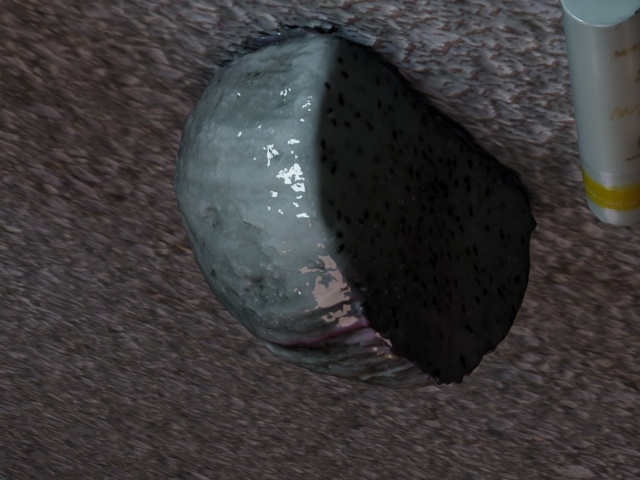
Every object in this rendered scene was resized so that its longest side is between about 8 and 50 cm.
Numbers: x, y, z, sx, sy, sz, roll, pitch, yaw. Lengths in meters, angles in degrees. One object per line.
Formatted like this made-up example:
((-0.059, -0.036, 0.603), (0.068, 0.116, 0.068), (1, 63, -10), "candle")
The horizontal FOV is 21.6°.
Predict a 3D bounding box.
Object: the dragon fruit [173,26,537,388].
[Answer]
((0.000, 0.000, 1.276), (0.221, 0.204, 0.283), (-3, 149, 41), "dragon fruit")

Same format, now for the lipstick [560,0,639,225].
((0.195, -0.093, 1.109), (0.059, 0.059, 0.264), (10, 155, 18), "lipstick")
